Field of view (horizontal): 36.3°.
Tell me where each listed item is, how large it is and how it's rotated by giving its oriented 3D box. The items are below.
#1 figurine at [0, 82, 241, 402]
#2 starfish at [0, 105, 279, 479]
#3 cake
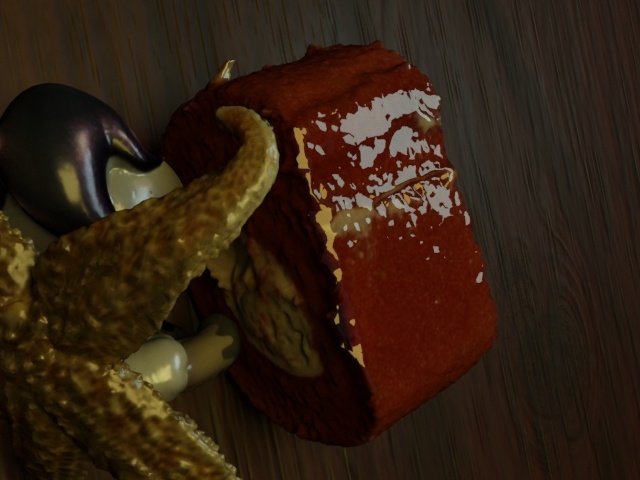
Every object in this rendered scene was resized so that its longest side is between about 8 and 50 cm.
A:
[{"bbox_3d":[-0.149,0.009,0.631,0.145,0.145,0.222,-24,97,-33],"label":"figurine"},{"bbox_3d":[-0.137,0.051,0.531,0.375,0.327,0.094,55,33,-5],"label":"starfish"},{"bbox_3d":[0.000,0.000,0.705,0.151,0.177,0.282,-26,102,-34],"label":"cake"}]
